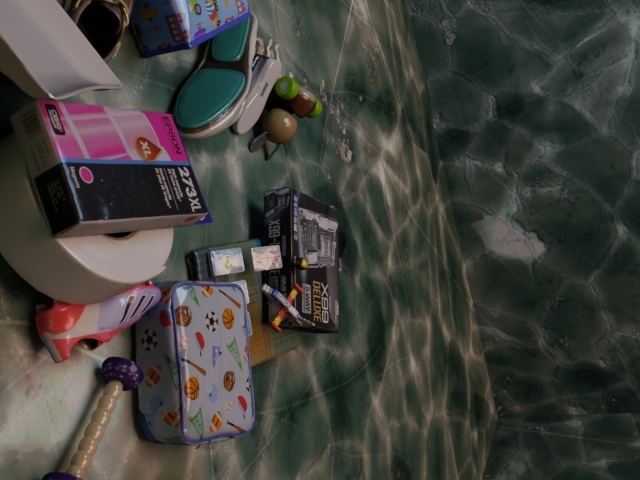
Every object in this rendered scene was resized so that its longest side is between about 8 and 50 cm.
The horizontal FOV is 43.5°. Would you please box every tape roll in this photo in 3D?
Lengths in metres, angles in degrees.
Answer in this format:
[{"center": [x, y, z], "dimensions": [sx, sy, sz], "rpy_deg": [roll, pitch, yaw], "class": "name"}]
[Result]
[{"center": [-0.349, -0.051, 1.181], "dimensions": [0.286, 0.100, 0.286], "rpy_deg": [44, 33, -38], "class": "tape roll"}]

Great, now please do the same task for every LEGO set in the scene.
[{"center": [-0.106, 0.099, 1.638], "dimensions": [0.244, 0.060, 0.182], "rpy_deg": [-6, 87, -43], "class": "LEGO set"}]

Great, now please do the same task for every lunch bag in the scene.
[{"center": [-0.235, -0.503, 1.520], "dimensions": [0.293, 0.138, 0.220], "rpy_deg": [-40, 121, -44], "class": "lunch bag"}, {"center": [-0.217, 0.223, 1.443], "dimensions": [0.243, 0.115, 0.303], "rpy_deg": [10, 74, -59], "class": "lunch bag"}]

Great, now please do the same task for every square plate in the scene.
[{"center": [-0.412, -0.312, 1.013], "dimensions": [0.344, 0.049, 0.347], "rpy_deg": [51, 8, -11], "class": "square plate"}]

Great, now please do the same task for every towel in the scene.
[{"center": [-0.159, 0.135, 1.720], "dimensions": [0.370, 0.040, 0.271], "rpy_deg": [-10, 92, -64], "class": "towel"}]

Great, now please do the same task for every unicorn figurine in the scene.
[{"center": [-0.115, -0.434, 1.966], "dimensions": [0.162, 0.060, 0.111], "rpy_deg": [3, 81, -50], "class": "unicorn figurine"}]

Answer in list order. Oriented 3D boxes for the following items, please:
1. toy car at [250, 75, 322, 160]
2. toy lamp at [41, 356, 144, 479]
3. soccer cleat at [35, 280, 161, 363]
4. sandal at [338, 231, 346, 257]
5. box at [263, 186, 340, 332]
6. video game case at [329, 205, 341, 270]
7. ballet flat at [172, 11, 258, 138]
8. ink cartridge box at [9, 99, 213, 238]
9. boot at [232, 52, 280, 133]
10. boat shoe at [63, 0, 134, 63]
[{"center": [-0.108, -0.285, 1.892], "dimensions": [0.155, 0.149, 0.188], "rpy_deg": [25, 88, -62], "class": "toy car"}, {"center": [-0.347, 0.304, 1.200], "dimensions": [0.274, 0.080, 0.080], "rpy_deg": [-73, 146, -46], "class": "toy lamp"}, {"center": [-0.339, 0.122, 1.255], "dimensions": [0.248, 0.083, 0.095], "rpy_deg": [-10, 84, -62], "class": "soccer cleat"}, {"center": [0.039, 0.010, 2.152], "dimensions": [0.179, 0.040, 0.067], "rpy_deg": [-33, 120, -81], "class": "sandal"}, {"center": [-0.040, 0.055, 1.849], "dimensions": [0.242, 0.077, 0.307], "rpy_deg": [23, 63, -60], "class": "box"}, {"center": [0.000, 0.000, 2.132], "dimensions": [0.201, 0.023, 0.183], "rpy_deg": [-7, 90, -67], "class": "video game case"}, {"center": [-0.200, -0.324, 1.669], "dimensions": [0.139, 0.139, 0.400], "rpy_deg": [58, 33, -44], "class": "ballet flat"}, {"center": [-0.274, -0.104, 1.187], "dimensions": [0.371, 0.069, 0.175], "rpy_deg": [-8, 75, -65], "class": "ink cartridge box"}, {"center": [-0.168, -0.334, 1.806], "dimensions": [0.190, 0.086, 0.069], "rpy_deg": [-62, 156, -8], "class": "boot"}, {"center": [-0.368, -0.351, 1.309], "dimensions": [0.324, 0.097, 0.116], "rpy_deg": [-71, 145, -45], "class": "boat shoe"}]
